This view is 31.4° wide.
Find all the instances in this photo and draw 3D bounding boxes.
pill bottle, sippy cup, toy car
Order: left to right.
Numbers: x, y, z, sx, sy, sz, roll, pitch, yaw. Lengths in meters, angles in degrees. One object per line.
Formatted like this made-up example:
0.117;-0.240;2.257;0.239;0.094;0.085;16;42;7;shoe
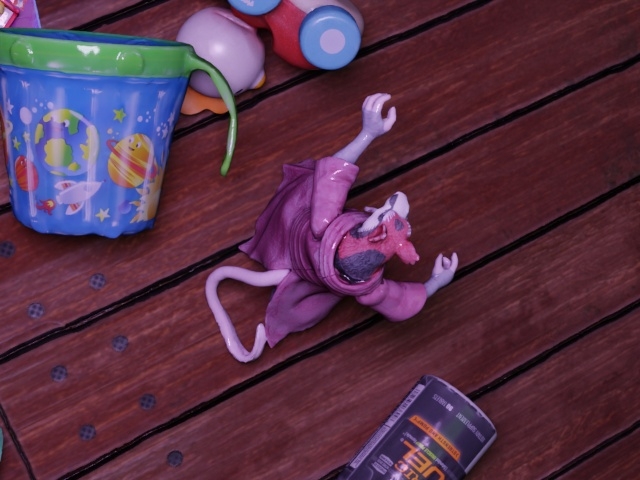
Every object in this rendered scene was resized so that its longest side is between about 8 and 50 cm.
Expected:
-0.268;-0.124;1.319;0.240;0.306;0.224;-14;112;-56;sippy cup
-0.089;-0.243;1.416;0.210;0.219;0.238;34;109;-18;toy car
0.110;0.308;1.506;0.130;0.130;0.245;45;77;-15;pill bottle

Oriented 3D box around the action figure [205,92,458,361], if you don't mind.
0.000;0.000;1.333;0.276;0.370;0.248;-30;98;-13;action figure

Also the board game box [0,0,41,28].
-0.401;-0.262;1.359;0.133;0.033;0.168;-13;95;-20;board game box

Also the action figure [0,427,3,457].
-0.432;0.290;1.344;0.137;0.063;0.232;16;89;-18;action figure
